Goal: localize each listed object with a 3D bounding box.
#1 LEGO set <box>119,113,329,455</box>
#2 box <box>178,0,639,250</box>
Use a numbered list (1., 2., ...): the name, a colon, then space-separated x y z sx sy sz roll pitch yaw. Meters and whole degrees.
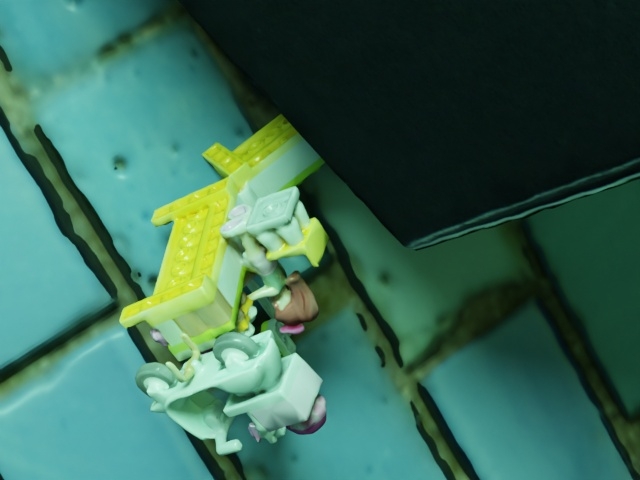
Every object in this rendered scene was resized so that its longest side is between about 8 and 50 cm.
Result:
1. LEGO set: 0.000 0.000 0.638 0.107 0.132 0.287 56 45 -29
2. box: 0.077 -0.343 0.520 0.480 0.297 0.472 47 56 -15
